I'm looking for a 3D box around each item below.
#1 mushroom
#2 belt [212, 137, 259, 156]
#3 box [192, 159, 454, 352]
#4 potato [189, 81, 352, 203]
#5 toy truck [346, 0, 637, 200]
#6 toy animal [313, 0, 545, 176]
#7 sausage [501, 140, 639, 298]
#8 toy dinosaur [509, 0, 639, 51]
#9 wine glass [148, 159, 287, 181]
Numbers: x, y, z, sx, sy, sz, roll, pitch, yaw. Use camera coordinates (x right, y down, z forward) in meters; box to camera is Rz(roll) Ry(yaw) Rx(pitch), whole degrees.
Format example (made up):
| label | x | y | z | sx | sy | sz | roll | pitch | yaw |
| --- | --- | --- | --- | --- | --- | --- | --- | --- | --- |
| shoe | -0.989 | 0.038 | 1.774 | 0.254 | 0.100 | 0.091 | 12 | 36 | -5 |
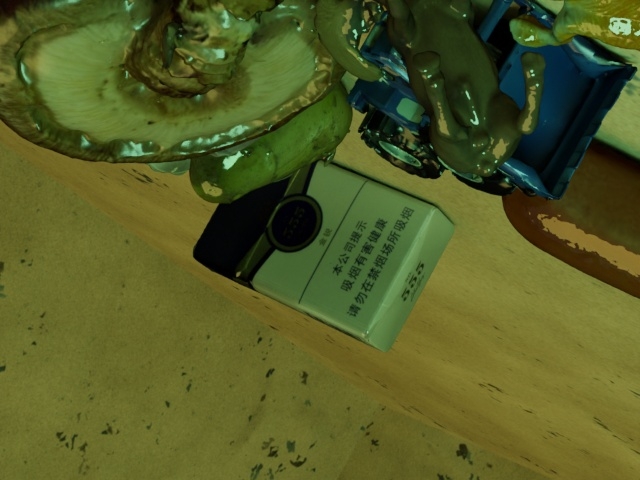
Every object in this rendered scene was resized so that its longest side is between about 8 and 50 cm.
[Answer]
| label | x | y | z | sx | sy | sz | roll | pitch | yaw |
| --- | --- | --- | --- | --- | --- | --- | --- | --- | --- |
| mushroom | -0.115 | -0.160 | 1.293 | 0.297 | 0.163 | 0.278 | 1 | 163 | -26 |
| belt | -0.174 | -0.192 | 1.525 | 0.324 | 0.115 | 0.227 | 35 | -174 | 15 |
| box | 0.000 | 0.000 | 2.010 | 0.259 | 0.168 | 0.071 | 23 | 171 | 31 |
| potato | -0.045 | -0.098 | 1.637 | 0.085 | 0.188 | 0.105 | 34 | 143 | 30 |
| toy truck | 0.106 | -0.108 | 1.262 | 0.126 | 0.113 | 0.208 | 39 | 167 | -36 |
| toy animal | 0.057 | -0.131 | 1.134 | 0.186 | 0.094 | 0.214 | 85 | 161 | -76 |
| sausage | 0.292 | 0.017 | 1.401 | 0.348 | 0.094 | 0.097 | 28 | 175 | 13 |
| toy dinosaur | 0.190 | -0.137 | 1.063 | 0.212 | 0.057 | 0.142 | 26 | 163 | -21 |
| wine glass | -0.104 | -0.117 | 1.891 | 0.122 | 0.122 | 0.183 | 37 | 165 | -35 |
